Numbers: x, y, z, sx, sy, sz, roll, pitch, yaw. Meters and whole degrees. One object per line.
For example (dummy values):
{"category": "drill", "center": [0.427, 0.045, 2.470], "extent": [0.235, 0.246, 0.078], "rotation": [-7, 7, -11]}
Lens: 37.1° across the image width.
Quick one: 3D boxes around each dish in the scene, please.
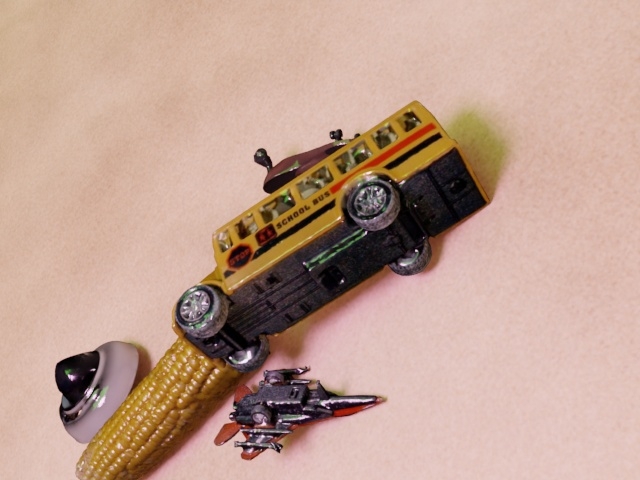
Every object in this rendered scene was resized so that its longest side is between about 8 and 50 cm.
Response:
{"category": "dish", "center": [-0.304, 0.179, 1.212], "extent": [0.141, 0.078, 0.141], "rotation": [-38, 33, 31]}

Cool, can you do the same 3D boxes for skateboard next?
{"category": "skateboard", "center": [-0.003, -0.080, 1.111], "extent": [0.151, 0.067, 0.080], "rotation": [-15, 71, 32]}

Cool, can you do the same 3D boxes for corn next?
{"category": "corn", "center": [-0.172, 0.182, 1.115], "extent": [0.320, 0.097, 0.097], "rotation": [-47, 48, 17]}

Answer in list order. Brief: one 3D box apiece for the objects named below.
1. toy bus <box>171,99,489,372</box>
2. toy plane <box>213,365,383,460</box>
{"category": "toy bus", "center": [0.000, 0.000, 0.978], "extent": [0.335, 0.121, 0.123], "rotation": [-32, 51, 7]}
{"category": "toy plane", "center": [-0.024, 0.174, 1.010], "extent": [0.189, 0.061, 0.130], "rotation": [-19, 30, 30]}
